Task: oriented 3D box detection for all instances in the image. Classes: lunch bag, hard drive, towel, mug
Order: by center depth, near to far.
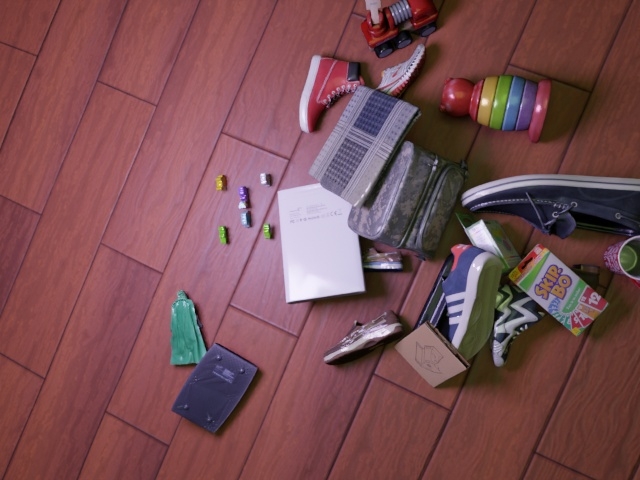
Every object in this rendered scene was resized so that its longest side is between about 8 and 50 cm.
[{"bbox_3d":[0.818,0.065,1.470,0.113,0.169,0.150,5,89,11],"label":"mug"},{"bbox_3d":[0.262,-0.115,1.572,0.256,0.212,0.305,20,93,-28],"label":"lunch bag"},{"bbox_3d":[0.118,-0.268,1.584,0.324,0.056,0.312,-58,37,8],"label":"towel"},{"bbox_3d":[0.000,0.000,1.659,0.233,0.047,0.353,-10,70,11],"label":"hard drive"},{"bbox_3d":[-0.326,0.450,1.718,0.172,0.054,0.254,32,96,-11],"label":"hard drive"}]

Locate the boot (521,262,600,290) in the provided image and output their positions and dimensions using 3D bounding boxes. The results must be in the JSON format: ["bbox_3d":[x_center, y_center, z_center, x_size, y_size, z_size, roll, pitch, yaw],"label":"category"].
[{"bbox_3d":[0.659,0.116,1.545,0.219,0.082,0.106,3,85,10],"label":"boot"}]

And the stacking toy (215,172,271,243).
[{"bbox_3d":[-0.239,-0.105,1.757,0.167,0.052,0.221,-4,88,13],"label":"stacking toy"}]

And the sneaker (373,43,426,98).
[{"bbox_3d":[0.231,-0.495,1.657,0.093,0.088,0.225,42,96,12],"label":"sneaker"}]

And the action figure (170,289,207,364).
[{"bbox_3d":[-0.426,0.272,1.768,0.137,0.063,0.232,-8,90,13],"label":"action figure"}]

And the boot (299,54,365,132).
[{"bbox_3d":[0.039,-0.436,1.696,0.176,0.088,0.244,14,87,10],"label":"boot"}]

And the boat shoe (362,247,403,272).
[{"bbox_3d":[0.157,0.059,1.664,0.183,0.066,0.066,1,72,12],"label":"boat shoe"}]

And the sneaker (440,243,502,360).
[{"bbox_3d":[0.389,0.169,1.530,0.148,0.131,0.350,37,126,48],"label":"sneaker"}]

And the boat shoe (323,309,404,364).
[{"bbox_3d":[0.120,0.285,1.654,0.258,0.095,0.095,-25,59,10],"label":"boat shoe"}]

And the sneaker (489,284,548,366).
[{"bbox_3d":[0.556,0.240,1.553,0.153,0.094,0.234,1,91,8],"label":"sneaker"}]

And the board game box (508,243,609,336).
[{"bbox_3d":[0.637,0.133,1.492,0.259,0.039,0.124,39,99,-7],"label":"board game box"}]

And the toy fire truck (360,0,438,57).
[{"bbox_3d":[0.211,-0.668,1.587,0.217,0.246,0.158,-24,84,10],"label":"toy fire truck"}]

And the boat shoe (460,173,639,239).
[{"bbox_3d":[0.638,-0.085,1.510,0.500,0.187,0.155,3,82,6],"label":"boat shoe"}]

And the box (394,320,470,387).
[{"bbox_3d":[0.309,0.323,1.563,0.164,0.201,0.021,47,57,9],"label":"box"}]

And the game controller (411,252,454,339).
[{"bbox_3d":[0.391,0.198,1.615,0.167,0.067,0.319,24,93,-3],"label":"game controller"}]

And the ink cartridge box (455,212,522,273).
[{"bbox_3d":[0.471,-0.002,1.549,0.062,0.109,0.209,-39,67,34],"label":"ink cartridge box"}]

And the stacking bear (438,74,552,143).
[{"bbox_3d":[0.485,-0.391,1.571,0.289,0.164,0.175,12,90,16],"label":"stacking bear"}]
